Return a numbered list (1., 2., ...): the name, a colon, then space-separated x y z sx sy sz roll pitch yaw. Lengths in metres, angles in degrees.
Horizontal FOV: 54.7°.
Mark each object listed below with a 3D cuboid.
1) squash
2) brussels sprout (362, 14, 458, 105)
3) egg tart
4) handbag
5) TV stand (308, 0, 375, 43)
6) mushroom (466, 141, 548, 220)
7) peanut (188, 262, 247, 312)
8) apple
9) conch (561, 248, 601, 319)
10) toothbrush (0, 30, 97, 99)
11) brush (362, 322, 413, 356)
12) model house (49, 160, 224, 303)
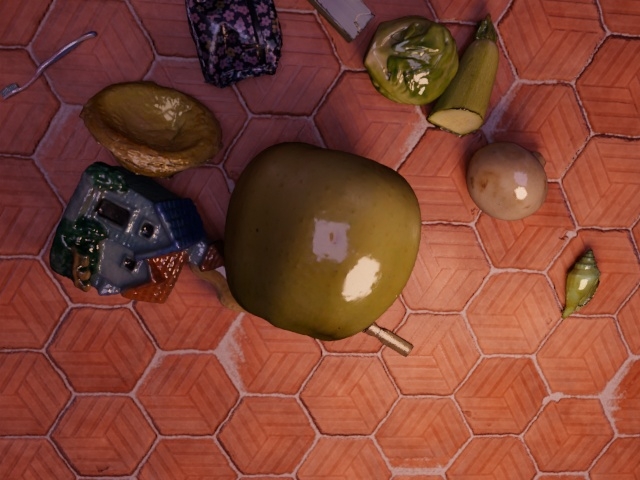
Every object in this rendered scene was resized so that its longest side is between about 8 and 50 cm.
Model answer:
1. squash: 0.379 -0.394 1.492 0.137 0.137 0.288 26 97 -11
2. brussels sprout: 0.212 -0.420 1.449 0.223 0.161 0.223 4 110 10
3. egg tart: -0.378 -0.238 1.394 0.314 0.315 0.120 19 131 -10
4. handbag: -0.190 -0.476 1.410 0.207 0.127 0.229 -16 104 -8
5. TV stand: 0.002 -0.582 1.422 0.269 0.088 0.083 43 95 -13
6. mushroom: 0.480 -0.161 1.539 0.215 0.207 0.208 -34 107 -29
7. peanut: -0.230 0.098 1.555 0.236 0.110 0.120 36 111 -11
8. apple: 0.000 0.000 1.382 0.472 0.474 0.474 -1 104 -5
9. conch: 0.709 0.119 1.674 0.094 0.079 0.201 -9 122 -17
10. toothbrush: -0.631 -0.408 1.435 0.269 0.021 0.027 -34 110 2
11. brush: 0.145 0.245 1.666 0.247 0.036 0.043 33 103 -12
12. model house: -0.396 0.023 1.414 0.329 0.252 0.295 30 99 1
